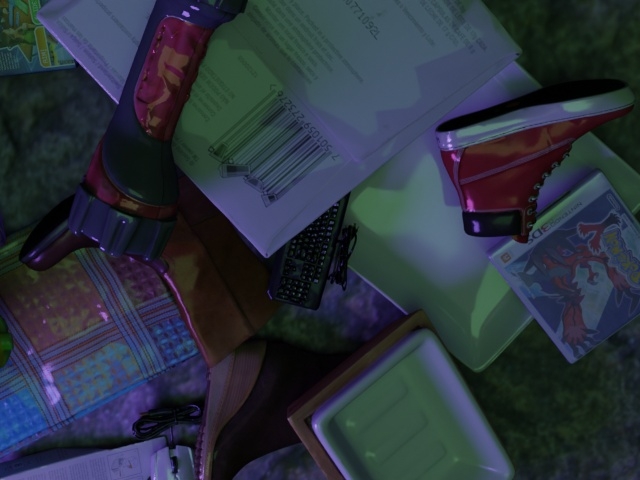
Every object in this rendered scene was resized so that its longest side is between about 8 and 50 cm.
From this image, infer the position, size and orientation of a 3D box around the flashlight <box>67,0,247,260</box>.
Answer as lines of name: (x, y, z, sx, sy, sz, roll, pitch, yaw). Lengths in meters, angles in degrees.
flashlight: (-0.139, -0.134, 0.998, 0.103, 0.103, 0.304, 23, 108, -8)

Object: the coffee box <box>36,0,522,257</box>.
coffee box: (-0.042, -0.250, 1.193, 0.338, 0.334, 0.338, -39, 106, 11)

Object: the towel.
towel: (-0.374, 0.122, 1.440, 0.370, 0.040, 0.272, -27, 108, 4)

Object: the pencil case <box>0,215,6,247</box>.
pencil case: (-0.499, 0.008, 1.368, 0.206, 0.086, 0.088, -27, 141, 3)

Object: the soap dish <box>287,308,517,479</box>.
soap dish: (0.106, 0.266, 1.446, 0.229, 0.118, 0.291, -38, 111, -16)

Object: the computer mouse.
computer mouse: (-0.200, 0.321, 1.506, 0.106, 0.042, 0.193, -8, 107, -12)

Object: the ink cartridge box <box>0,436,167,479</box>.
ink cartridge box: (-0.325, 0.377, 1.529, 0.232, 0.066, 0.189, -13, 109, -22)

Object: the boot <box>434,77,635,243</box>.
boot: (0.282, -0.094, 1.352, 0.244, 0.088, 0.176, -17, 108, 9)

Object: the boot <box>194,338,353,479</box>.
boot: (-0.059, 0.261, 1.461, 0.206, 0.090, 0.249, 8, 89, -12)

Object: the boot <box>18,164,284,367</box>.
boot: (-0.208, 0.043, 1.384, 0.264, 0.096, 0.281, -38, 112, -24)

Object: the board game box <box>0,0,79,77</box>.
board game box: (-0.377, -0.301, 1.310, 0.136, 0.035, 0.201, -7, 108, -3)

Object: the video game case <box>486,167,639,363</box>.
video game case: (0.348, 0.036, 1.429, 0.183, 0.023, 0.201, -38, 107, 7)

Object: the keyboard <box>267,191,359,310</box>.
keyboard: (0.000, 0.000, 1.384, 0.100, 0.038, 0.192, 12, 107, -7)

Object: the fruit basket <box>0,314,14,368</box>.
fruit basket: (-0.572, 0.130, 1.270, 0.283, 0.392, 0.392, 44, 101, 19)

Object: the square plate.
square plate: (0.199, -0.051, 1.427, 0.347, 0.049, 0.344, 39, 101, -14)
